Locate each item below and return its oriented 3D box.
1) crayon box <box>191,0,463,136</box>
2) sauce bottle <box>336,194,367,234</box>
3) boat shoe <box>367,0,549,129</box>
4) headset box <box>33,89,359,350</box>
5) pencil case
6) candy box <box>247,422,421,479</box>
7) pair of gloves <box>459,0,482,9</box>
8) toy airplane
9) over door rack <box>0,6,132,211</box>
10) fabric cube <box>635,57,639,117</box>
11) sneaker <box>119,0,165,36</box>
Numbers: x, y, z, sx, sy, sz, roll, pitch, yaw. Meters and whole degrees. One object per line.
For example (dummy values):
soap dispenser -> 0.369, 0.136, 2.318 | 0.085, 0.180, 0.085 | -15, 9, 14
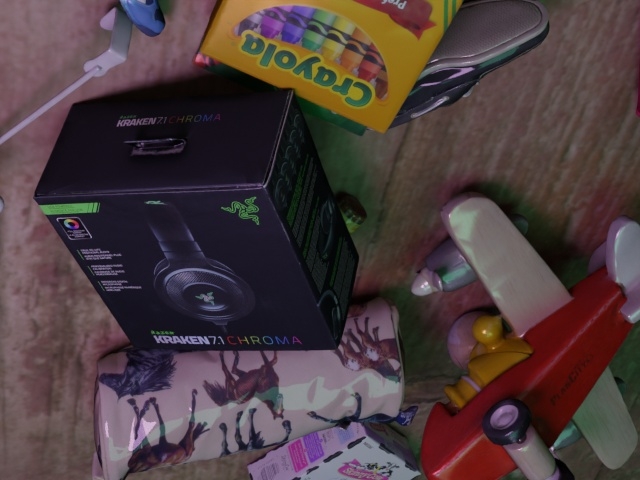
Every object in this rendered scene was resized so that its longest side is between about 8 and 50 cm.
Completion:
crayon box -> 0.022, -0.237, 1.108 | 0.202, 0.081, 0.318 | 22, 125, -11
sauce bottle -> 0.000, 0.000, 1.416 | 0.042, 0.042, 0.128 | 25, 122, -39
boat shoe -> 0.133, -0.185, 1.252 | 0.233, 0.084, 0.079 | -24, 142, 15
headset box -> -0.118, -0.019, 1.215 | 0.246, 0.131, 0.283 | -1, 141, 18
pencil case -> -0.092, 0.193, 1.485 | 0.410, 0.160, 0.183 | -11, 122, -12
candy box -> 0.021, 0.337, 1.741 | 0.196, 0.070, 0.165 | -35, 136, 14
pair of gloves -> 0.180, -0.253, 1.256 | 0.083, 0.010, 0.074 | -19, 138, -2
toy airplane -> 0.281, 0.129, 1.538 | 0.384, 0.272, 0.386 | -1, 98, -35
over door rack -> -0.361, -0.132, 1.075 | 0.324, 0.108, 0.239 | -38, 136, 22
fabric cube -> 0.509, -0.192, 1.274 | 0.259, 0.254, 0.258 | -18, 139, -5
sneaker -> -0.166, -0.248, 1.089 | 0.059, 0.053, 0.144 | -24, 138, -1
